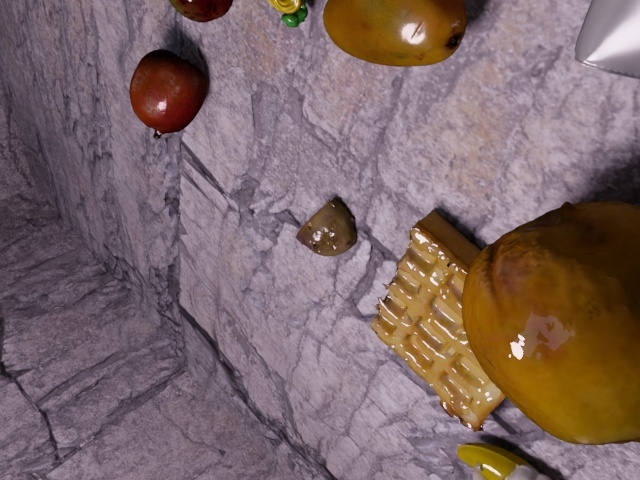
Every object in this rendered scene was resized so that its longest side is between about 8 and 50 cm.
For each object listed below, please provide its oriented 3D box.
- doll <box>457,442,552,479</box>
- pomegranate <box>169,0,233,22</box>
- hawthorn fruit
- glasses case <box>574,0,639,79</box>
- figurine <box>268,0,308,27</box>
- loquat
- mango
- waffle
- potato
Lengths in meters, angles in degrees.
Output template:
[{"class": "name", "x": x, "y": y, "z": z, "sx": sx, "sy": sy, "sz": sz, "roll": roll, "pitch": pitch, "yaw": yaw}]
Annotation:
[{"class": "doll", "x": 0.356, "y": 0.504, "z": 1.135, "sx": 0.252, "sy": 0.111, "sz": 0.237, "roll": 11, "pitch": 128, "yaw": 39}, {"class": "pomegranate", "x": -0.219, "y": -0.448, "z": 1.054, "sx": 0.129, "sy": 0.129, "sz": 0.159, "roll": 53, "pitch": 155, "yaw": 6}, {"class": "hawthorn fruit", "x": -0.338, "y": -0.313, "z": 1.279, "sx": 0.169, "sy": 0.169, "sz": 0.188, "roll": 31, "pitch": 99, "yaw": 36}, {"class": "glasses case", "x": 0.333, "y": -0.281, "z": 0.489, "sx": 0.128, "sy": 0.083, "sz": 0.308, "roll": 35, "pitch": 143, "yaw": 22}, {"class": "figurine", "x": -0.051, "y": -0.420, "z": 0.905, "sx": 0.095, "sy": 0.114, "sz": 0.156, "roll": -7, "pitch": 139, "yaw": 21}, {"class": "loquat", "x": 0.311, "y": 0.096, "z": 0.673, "sx": 0.276, "sy": 0.276, "sz": 0.283, "roll": -29, "pitch": 83, "yaw": 59}, {"class": "mango", "x": 0.087, "y": -0.304, "z": 0.778, "sx": 0.253, "sy": 0.113, "sz": 0.138, "roll": 27, "pitch": 142, "yaw": 50}, {"class": "waffle", "x": 0.236, "y": 0.155, "z": 1.020, "sx": 0.304, "sy": 0.078, "sz": 0.348, "roll": 43, "pitch": 146, "yaw": 19}, {"class": "potato", "x": 0.000, "y": 0.000, "z": 1.188, "sx": 0.100, "sy": 0.089, "sz": 0.172, "roll": 52, "pitch": 147, "yaw": 4}]
